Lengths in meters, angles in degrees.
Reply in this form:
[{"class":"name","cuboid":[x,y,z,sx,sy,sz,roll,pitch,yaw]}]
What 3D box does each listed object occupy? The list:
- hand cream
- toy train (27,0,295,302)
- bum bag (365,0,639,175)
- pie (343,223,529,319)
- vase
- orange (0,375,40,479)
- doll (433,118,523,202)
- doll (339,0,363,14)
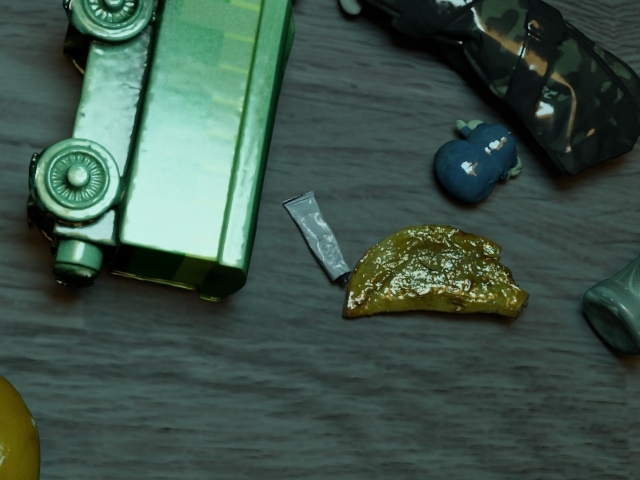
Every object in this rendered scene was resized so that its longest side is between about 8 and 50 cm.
[{"class":"hand cream","cuboid":[0.000,0.000,1.172,0.030,0.019,0.093,-25,74,-16]},{"class":"toy train","cuboid":[-0.137,-0.098,1.111,0.202,0.120,0.300,12,72,-11]},{"class":"bum bag","cuboid":[0.166,-0.197,1.225,0.340,0.095,0.144,42,54,0]},{"class":"pie","cuboid":[0.106,0.031,1.176,0.170,0.034,0.092,4,75,-6]},{"class":"vase","cuboid":[0.344,0.015,1.206,0.219,0.096,0.096,-37,85,-17]},{"class":"orange","cuboid":[-0.293,0.166,0.996,0.156,0.124,0.156,3,73,-9]},{"class":"doll","cuboid":[0.142,-0.077,1.208,0.083,0.050,0.076,-41,82,-18]},{"class":"doll","cuboid":[-0.003,-0.270,1.229,0.113,0.071,0.135,-39,92,-38]}]
